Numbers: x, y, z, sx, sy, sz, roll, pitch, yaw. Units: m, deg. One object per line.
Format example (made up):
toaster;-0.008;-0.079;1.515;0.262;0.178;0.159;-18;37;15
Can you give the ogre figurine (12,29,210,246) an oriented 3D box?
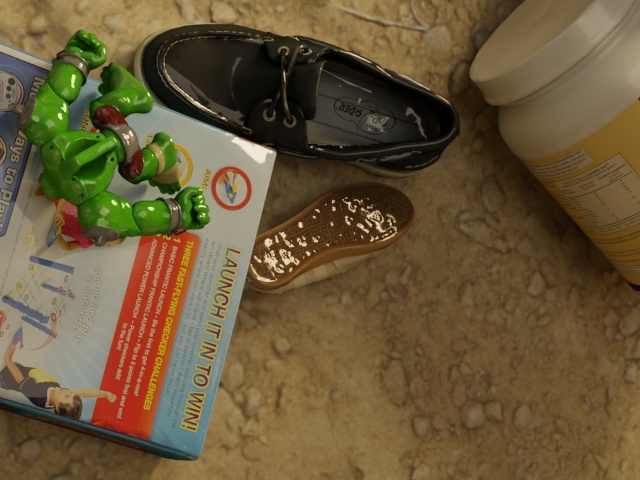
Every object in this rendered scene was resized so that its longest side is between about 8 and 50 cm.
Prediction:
ogre figurine;-0.189;-0.079;1.432;0.118;0.097;0.197;-33;111;-39

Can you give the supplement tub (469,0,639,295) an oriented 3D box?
supplement tub;0.339;-0.118;1.739;0.331;0.241;0.241;46;65;-16

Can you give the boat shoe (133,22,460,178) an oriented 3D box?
boat shoe;-0.011;-0.142;1.624;0.340;0.113;0.127;20;75;-25

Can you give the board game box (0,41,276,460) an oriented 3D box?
board game box;-0.221;0.014;1.505;0.302;0.086;0.308;21;74;-25

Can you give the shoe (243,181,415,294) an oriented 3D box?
shoe;0.000;0.000;1.651;0.219;0.058;0.076;-22;74;-33
